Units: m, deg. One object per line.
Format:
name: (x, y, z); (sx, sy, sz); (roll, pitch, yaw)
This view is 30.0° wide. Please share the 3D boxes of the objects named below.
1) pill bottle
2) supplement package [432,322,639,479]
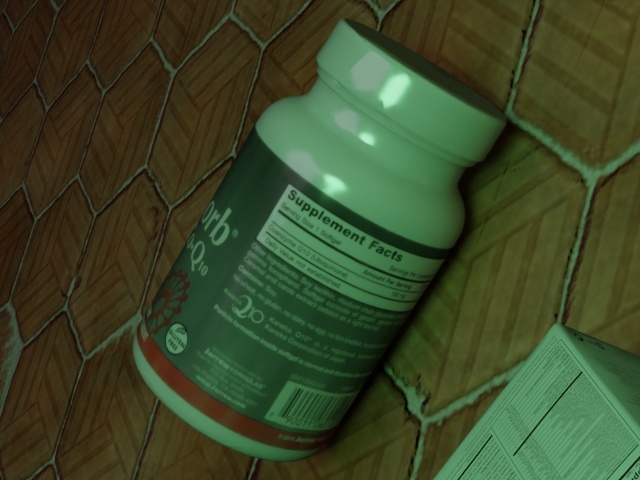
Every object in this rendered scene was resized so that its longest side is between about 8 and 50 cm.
pill bottle: (0.000, 0.000, 1.079); (0.363, 0.210, 0.210); (-59, 33, 15)
supplement package: (0.202, 0.184, 0.675); (0.149, 0.194, 0.203); (-57, 33, 19)
